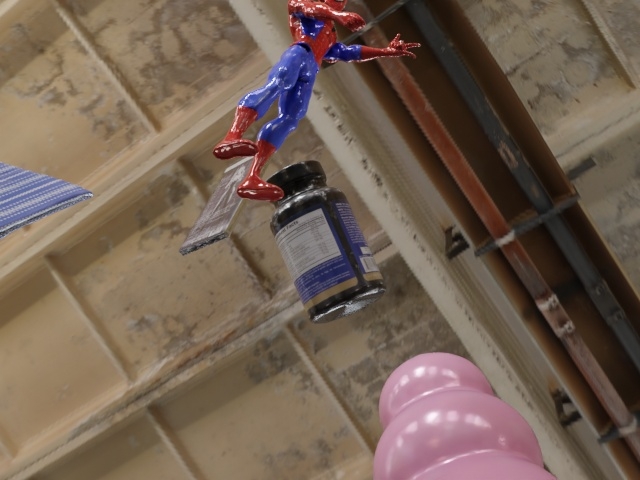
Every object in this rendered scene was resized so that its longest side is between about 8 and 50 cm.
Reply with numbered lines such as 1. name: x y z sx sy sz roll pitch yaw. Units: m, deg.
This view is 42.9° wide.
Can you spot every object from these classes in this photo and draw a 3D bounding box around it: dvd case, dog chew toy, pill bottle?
1. dvd case: -0.167 -0.077 1.492 0.018 0.221 0.164 40 -34 -23
2. dog chew toy: 0.145 0.250 0.834 0.206 0.332 0.207 -6 -49 -7
3. pill bottle: 0.000 0.000 1.185 0.122 0.122 0.219 -28 -105 18

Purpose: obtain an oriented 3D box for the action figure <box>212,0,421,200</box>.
1. action figure: 0.008 -0.168 0.813 0.139 0.280 0.091 -1 -40 23

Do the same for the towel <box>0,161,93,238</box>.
1. towel: -0.571 -0.068 1.303 0.335 0.243 0.040 16 -60 27
